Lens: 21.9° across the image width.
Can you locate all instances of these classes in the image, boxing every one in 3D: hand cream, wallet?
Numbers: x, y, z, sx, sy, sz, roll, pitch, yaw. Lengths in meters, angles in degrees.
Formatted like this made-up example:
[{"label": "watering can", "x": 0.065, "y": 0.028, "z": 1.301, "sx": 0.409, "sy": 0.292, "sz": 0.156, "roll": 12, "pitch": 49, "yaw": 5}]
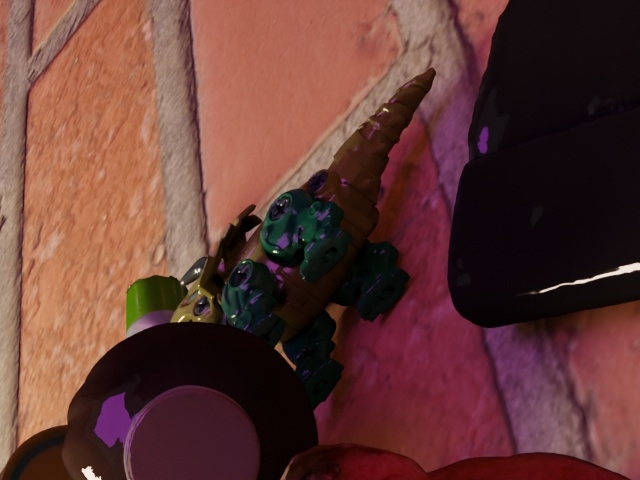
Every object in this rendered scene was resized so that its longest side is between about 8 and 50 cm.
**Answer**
[{"label": "hand cream", "x": -0.111, "y": 0.146, "z": 1.169, "sx": 0.079, "sy": 0.050, "sz": 0.275, "roll": 107, "pitch": 162, "yaw": -47}, {"label": "wallet", "x": 0.221, "y": -0.088, "z": 0.787, "sx": 0.406, "sy": 0.062, "sz": 0.228, "roll": -18, "pitch": 51, "yaw": 53}]

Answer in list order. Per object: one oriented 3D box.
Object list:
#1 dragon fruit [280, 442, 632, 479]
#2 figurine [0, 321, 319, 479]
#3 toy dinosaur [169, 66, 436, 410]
[{"label": "dragon fruit", "x": 0.036, "y": 0.216, "z": 0.657, "sx": 0.305, "sy": 0.226, "sz": 0.305, "roll": -36, "pitch": 39, "yaw": 37}, {"label": "figurine", "x": -0.090, "y": 0.130, "z": 0.951, "sx": 0.275, "sy": 0.158, "sz": 0.161, "roll": 129, "pitch": 138, "yaw": -56}, {"label": "toy dinosaur", "x": 0.000, "y": 0.000, "z": 1.066, "sx": 0.259, "sy": 0.094, "sz": 0.153, "roll": -48, "pitch": 34, "yaw": 8}]
